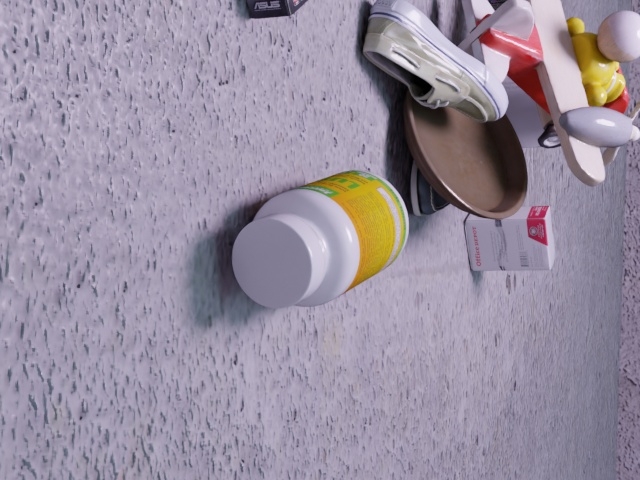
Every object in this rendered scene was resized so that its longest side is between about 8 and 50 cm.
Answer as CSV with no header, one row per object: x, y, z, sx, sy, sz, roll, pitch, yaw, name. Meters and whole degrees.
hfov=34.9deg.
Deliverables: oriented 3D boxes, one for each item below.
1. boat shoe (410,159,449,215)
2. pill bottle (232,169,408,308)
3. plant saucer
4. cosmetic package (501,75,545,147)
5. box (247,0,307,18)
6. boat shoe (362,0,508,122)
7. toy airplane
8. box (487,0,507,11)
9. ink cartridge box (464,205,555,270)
0.239,-0.133,1.716,0.319,0.099,0.116,-45,133,-53,boat shoe
0.000,0.000,1.200,0.245,0.136,0.137,-25,113,-61,pill bottle
0.229,-0.155,1.638,0.277,0.041,0.278,23,52,-33,plant saucer
0.441,-0.267,2.062,0.183,0.151,0.152,-16,104,-64,cosmetic package
-0.033,-0.392,1.208,0.231,0.056,0.183,-54,138,-49,box
0.169,-0.251,1.542,0.302,0.109,0.094,32,79,-35,boat shoe
0.416,-0.321,1.731,0.386,0.272,0.384,60,32,-12,toy airplane
0.320,-0.450,1.885,0.067,0.083,0.018,43,51,-55,box
0.354,-0.004,1.901,0.063,0.150,0.109,-53,137,-55,ink cartridge box
